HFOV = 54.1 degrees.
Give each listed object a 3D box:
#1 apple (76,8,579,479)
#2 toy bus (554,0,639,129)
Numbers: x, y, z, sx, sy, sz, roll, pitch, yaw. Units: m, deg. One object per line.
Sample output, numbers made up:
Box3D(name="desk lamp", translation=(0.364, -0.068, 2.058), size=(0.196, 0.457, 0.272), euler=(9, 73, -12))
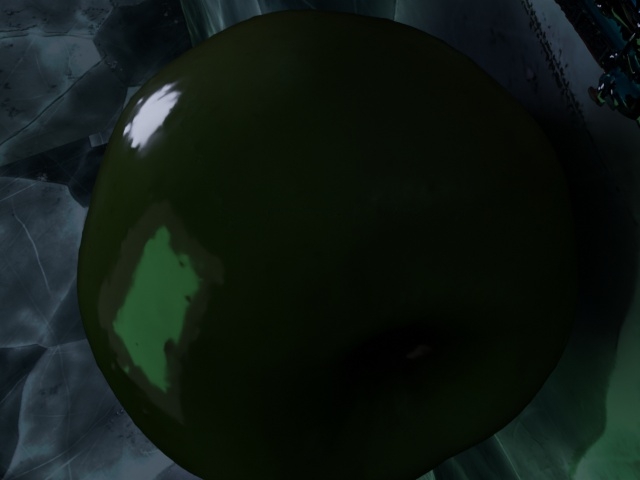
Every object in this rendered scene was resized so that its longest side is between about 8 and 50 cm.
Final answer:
Box3D(name="apple", translation=(0.000, 0.000, 0.613), size=(0.473, 0.473, 0.473), euler=(158, 90, -80))
Box3D(name="toy bus", translation=(0.181, -0.149, 0.351), size=(0.073, 0.096, 0.235), euler=(98, 149, -68))
